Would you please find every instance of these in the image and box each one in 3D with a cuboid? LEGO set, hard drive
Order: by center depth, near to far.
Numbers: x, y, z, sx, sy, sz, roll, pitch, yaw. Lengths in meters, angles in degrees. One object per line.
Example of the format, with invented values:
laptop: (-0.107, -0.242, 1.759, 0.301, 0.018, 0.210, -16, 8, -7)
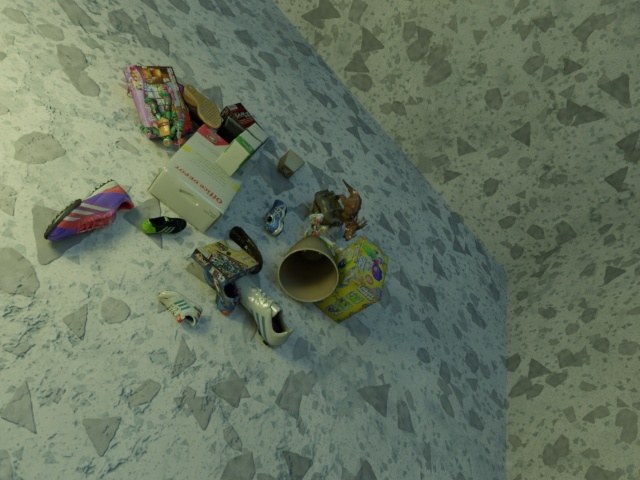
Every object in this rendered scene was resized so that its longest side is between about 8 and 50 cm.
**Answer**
hard drive: (-0.401, -0.466, 1.927, 0.172, 0.254, 0.054, 39, 73, -18)
LEGO set: (0.000, 0.000, 2.077, 0.107, 0.132, 0.287, -55, 129, -36)

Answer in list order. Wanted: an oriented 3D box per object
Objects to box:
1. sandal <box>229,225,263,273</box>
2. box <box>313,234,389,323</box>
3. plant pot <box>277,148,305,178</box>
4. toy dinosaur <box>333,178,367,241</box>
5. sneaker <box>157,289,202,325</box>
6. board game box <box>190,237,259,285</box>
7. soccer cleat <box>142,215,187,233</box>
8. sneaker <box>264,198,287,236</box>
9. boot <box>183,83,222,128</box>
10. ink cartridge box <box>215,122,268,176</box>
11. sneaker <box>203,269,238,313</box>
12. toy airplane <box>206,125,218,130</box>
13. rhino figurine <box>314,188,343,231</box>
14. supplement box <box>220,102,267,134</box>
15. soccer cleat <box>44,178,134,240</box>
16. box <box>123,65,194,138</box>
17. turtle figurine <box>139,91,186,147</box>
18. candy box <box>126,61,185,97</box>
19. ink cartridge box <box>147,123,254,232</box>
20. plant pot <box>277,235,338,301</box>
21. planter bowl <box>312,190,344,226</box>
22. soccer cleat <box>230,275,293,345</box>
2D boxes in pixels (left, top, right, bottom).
sandal: (-0.303, 0.037, 1.746, 0.219, 0.090, 0.060, 54, 14, 14)
box: (0.142, 0.177, 1.931, 0.177, 0.279, 0.290, 41, 38, -15)
plant pot: (-0.167, -0.397, 2.231, 0.109, 0.109, 0.096, 39, 51, -17)
toy dinosaur: (0.165, -0.162, 2.144, 0.127, 0.296, 0.200, -8, 26, -24)
sneaker: (-0.473, 0.230, 1.399, 0.161, 0.057, 0.075, 37, 33, -25)
board game box: (-0.354, 0.075, 1.583, 0.165, 0.042, 0.243, 40, 18, 8)
soccer cleat: (-0.562, -0.061, 1.532, 0.178, 0.072, 0.060, -11, 69, -51)
sneaker: (-0.213, -0.121, 1.960, 0.081, 0.080, 0.211, 32, 40, -31)
boot: (-0.519, -0.557, 1.869, 0.090, 0.207, 0.249, -36, 83, -17)
ink cartridge box: (-0.319, -0.377, 1.724, 0.087, 0.153, 0.208, 43, 36, -12)
sneaker: (-0.360, 0.159, 1.557, 0.083, 0.087, 0.221, -11, 67, -52)
toy airplane: (-0.534, -0.568, 2.026, 0.151, 0.028, 0.151, 26, 49, -35)
rhino figurine: (0.047, -0.153, 2.124, 0.106, 0.073, 0.244, -17, 76, -32)
supplement box: (-0.392, -0.592, 2.166, 0.239, 0.073, 0.130, 50, 36, -2)
soccer cleat: (-0.732, -0.082, 1.342, 0.116, 0.108, 0.318, 46, 34, -15)
box: (-0.678, -0.586, 1.767, 0.200, 0.057, 0.294, -22, 95, -43)
turtle figurine: (-0.628, -0.460, 1.669, 0.118, 0.175, 0.235, 107, -29, -86)
candy box: (-0.725, -0.666, 1.861, 0.233, 0.071, 0.159, 20, 49, -38)
ink cartridge box: (-0.477, -0.260, 1.718, 0.279, 0.160, 0.385, 39, 37, -17)
plant pot: (-0.045, 0.093, 1.861, 0.256, 0.256, 0.274, 42, 20, -15)
planter bowl: (0.023, -0.149, 2.232, 0.217, 0.090, 0.217, 28, 45, -32)
soccer cleat: (-0.218, 0.243, 1.595, 0.331, 0.143, 0.116, 56, 36, 5)
